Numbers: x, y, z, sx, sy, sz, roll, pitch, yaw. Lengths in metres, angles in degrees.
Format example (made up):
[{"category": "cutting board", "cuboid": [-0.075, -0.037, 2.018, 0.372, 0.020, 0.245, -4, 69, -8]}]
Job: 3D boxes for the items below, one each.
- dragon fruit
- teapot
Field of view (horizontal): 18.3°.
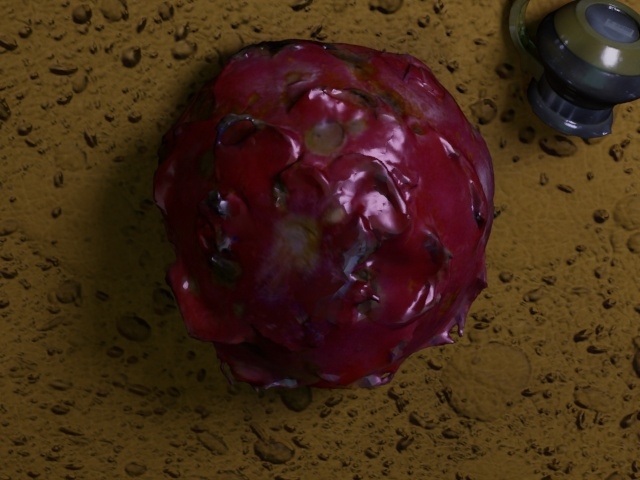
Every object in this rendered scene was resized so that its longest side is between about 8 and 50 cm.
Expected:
[{"category": "dragon fruit", "cuboid": [0.000, 0.000, 2.025, 0.371, 0.249, 0.386, 30, 111, -10]}, {"category": "teapot", "cuboid": [0.257, -0.184, 2.001, 0.165, 0.130, 0.119, 38, 132, 16]}]
